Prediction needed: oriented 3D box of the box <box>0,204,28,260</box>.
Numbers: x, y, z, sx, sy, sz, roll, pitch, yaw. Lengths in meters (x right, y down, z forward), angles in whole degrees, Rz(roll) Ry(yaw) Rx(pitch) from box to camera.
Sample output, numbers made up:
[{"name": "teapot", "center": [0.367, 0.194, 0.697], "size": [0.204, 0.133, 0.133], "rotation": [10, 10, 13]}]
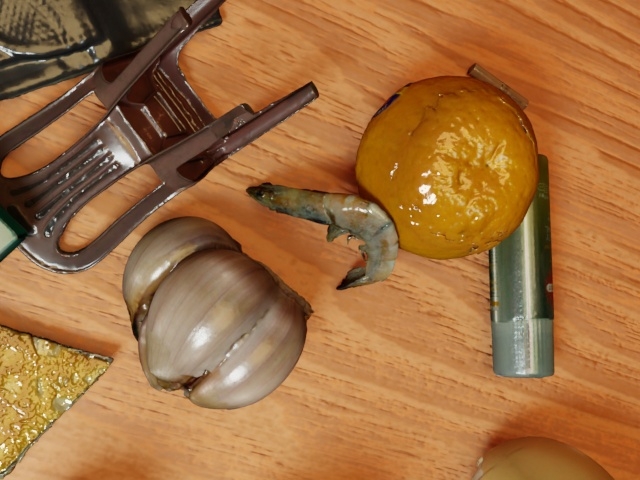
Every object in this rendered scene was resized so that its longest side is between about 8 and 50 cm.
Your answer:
[{"name": "box", "center": [-0.435, -0.038, 0.812], "size": [0.153, 0.092, 0.245], "rotation": [-46, 101, -7]}]

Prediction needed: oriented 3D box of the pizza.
[{"name": "pizza", "center": [-0.315, 0.142, 0.883], "size": [0.176, 0.036, 0.185], "rotation": [-24, 93, -22]}]

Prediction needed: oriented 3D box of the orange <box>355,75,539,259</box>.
[{"name": "orange", "center": [0.150, -0.085, 0.984], "size": [0.219, 0.193, 0.219], "rotation": [2, 77, -8]}]

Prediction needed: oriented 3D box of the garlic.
[{"name": "garlic", "center": [-0.117, 0.078, 0.894], "size": [0.191, 0.160, 0.214], "rotation": [-45, 104, -22]}]

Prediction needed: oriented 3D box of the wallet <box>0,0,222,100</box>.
[{"name": "wallet", "center": [-0.298, -0.308, 0.922], "size": [0.323, 0.041, 0.247], "rotation": [-25, 96, -22]}]

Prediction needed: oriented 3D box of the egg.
[{"name": "egg", "center": [0.285, 0.356, 0.985], "size": [0.201, 0.244, 0.201], "rotation": [-17, 123, -27]}]

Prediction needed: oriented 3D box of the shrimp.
[{"name": "shrimp", "center": [0.002, -0.002, 0.987], "size": [0.195, 0.148, 0.035], "rotation": [14, 48, 22]}]

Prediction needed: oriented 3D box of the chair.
[{"name": "chair", "center": [-0.194, -0.119, 0.906], "size": [0.326, 0.183, 0.175], "rotation": [-31, 100, 26]}]

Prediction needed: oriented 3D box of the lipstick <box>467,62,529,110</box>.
[{"name": "lipstick", "center": [0.241, -0.208, 1.118], "size": [0.094, 0.019, 0.019], "rotation": [31, 77, -15]}]

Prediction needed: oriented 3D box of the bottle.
[{"name": "bottle", "center": [0.260, 0.034, 1.073], "size": [0.082, 0.082, 0.286], "rotation": [1, 86, -20]}]
